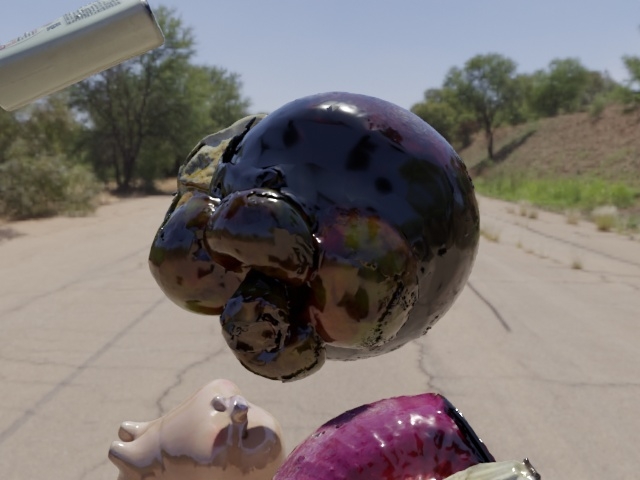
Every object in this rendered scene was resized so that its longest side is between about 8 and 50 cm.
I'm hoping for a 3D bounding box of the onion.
[{"bbox_3d":[0.046,0.275,0.612,0.231,0.272,0.256,-24,24,-10],"label":"onion"}]

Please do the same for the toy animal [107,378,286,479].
[{"bbox_3d":[-0.199,0.368,1.119,0.270,0.326,0.237,21,21,-13],"label":"toy animal"}]

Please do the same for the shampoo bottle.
[{"bbox_3d":[-0.319,-0.194,0.813,0.284,0.071,0.153,-28,30,-6],"label":"shampoo bottle"}]

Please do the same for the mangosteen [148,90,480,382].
[{"bbox_3d":[0.001,0.004,0.984,0.421,0.380,0.381,-44,27,-24],"label":"mangosteen"}]

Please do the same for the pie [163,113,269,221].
[{"bbox_3d":[-0.155,-0.078,1.344,0.339,0.338,0.077,3,-25,28],"label":"pie"}]
